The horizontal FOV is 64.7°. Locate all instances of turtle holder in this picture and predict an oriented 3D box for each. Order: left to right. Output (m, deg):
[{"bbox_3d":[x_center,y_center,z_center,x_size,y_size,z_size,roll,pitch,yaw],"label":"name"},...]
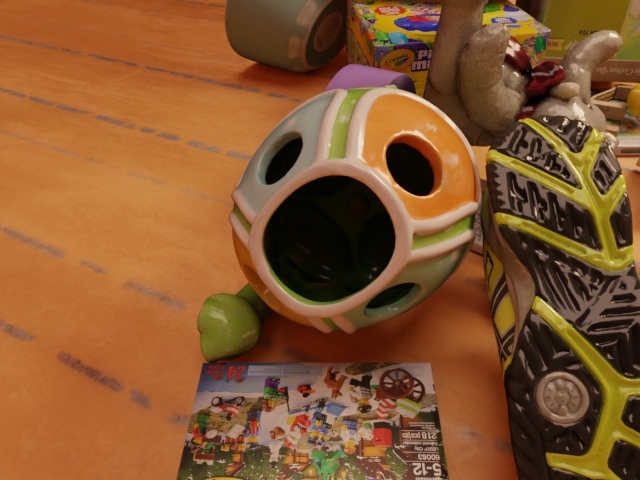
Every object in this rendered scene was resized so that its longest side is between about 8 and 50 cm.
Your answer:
[{"bbox_3d":[0.000,-0.019,0.515,0.320,0.243,0.227,-12,13,17],"label":"turtle holder"}]

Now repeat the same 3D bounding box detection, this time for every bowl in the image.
[{"bbox_3d":[-0.033,-0.484,1.065,0.163,0.311,0.311,41,55,15],"label":"bowl"}]

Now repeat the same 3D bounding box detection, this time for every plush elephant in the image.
[{"bbox_3d":[0.268,-0.190,0.669,0.255,0.330,0.272,13,14,9],"label":"plush elephant"}]

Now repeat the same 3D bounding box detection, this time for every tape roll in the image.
[{"bbox_3d":[0.066,-0.154,0.737,0.080,0.189,0.189,20,47,24],"label":"tape roll"}]

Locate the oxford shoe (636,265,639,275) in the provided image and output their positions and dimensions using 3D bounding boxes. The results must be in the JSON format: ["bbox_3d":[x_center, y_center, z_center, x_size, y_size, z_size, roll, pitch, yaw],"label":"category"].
[{"bbox_3d":[0.299,0.070,0.548,0.271,0.097,0.098,24,55,27],"label":"oxford shoe"}]

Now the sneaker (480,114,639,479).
[{"bbox_3d":[0.230,0.081,0.463,0.145,0.147,0.384,-2,71,12],"label":"sneaker"}]

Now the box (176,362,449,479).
[{"bbox_3d":[-0.006,0.190,0.465,0.233,0.044,0.159,-1,42,2],"label":"box"}]

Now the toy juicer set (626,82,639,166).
[{"bbox_3d":[0.593,-0.199,0.781,0.209,0.089,0.329,16,62,20],"label":"toy juicer set"}]

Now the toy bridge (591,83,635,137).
[{"bbox_3d":[0.497,-0.227,0.880,0.063,0.026,0.188,20,48,27],"label":"toy bridge"}]

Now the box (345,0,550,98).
[{"bbox_3d":[0.210,-0.341,0.950,0.290,0.177,0.279,-7,41,-4],"label":"box"}]

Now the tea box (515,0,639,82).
[{"bbox_3d":[0.522,-0.505,0.973,0.220,0.323,0.329,4,32,9],"label":"tea box"}]

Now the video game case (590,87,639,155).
[{"bbox_3d":[0.545,-0.217,0.904,0.193,0.023,0.212,0,42,4],"label":"video game case"}]

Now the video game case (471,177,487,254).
[{"bbox_3d":[0.251,-0.029,0.712,0.157,0.019,0.143,28,50,31],"label":"video game case"}]
